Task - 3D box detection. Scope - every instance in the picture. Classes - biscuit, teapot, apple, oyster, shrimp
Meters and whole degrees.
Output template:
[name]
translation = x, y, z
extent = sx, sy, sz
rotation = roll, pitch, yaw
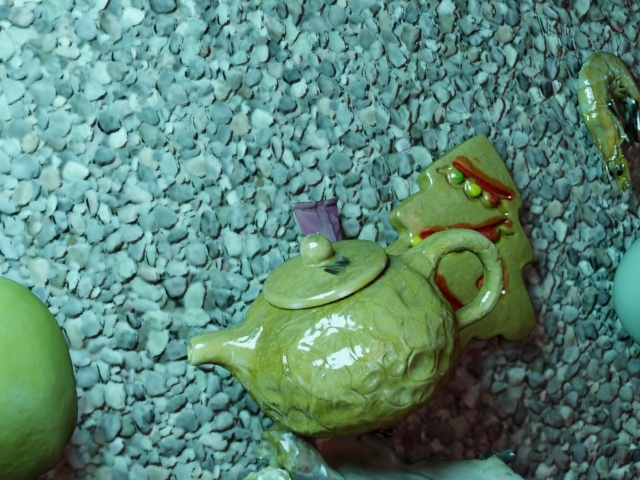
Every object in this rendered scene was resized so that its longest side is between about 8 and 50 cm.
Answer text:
[biscuit]
translation = 0.149, 0.002, 1.446
extent = 0.212, 0.041, 0.239
rotation = 16, 80, -24
[teapot]
translation = 0.028, 0.064, 1.274
extent = 0.311, 0.203, 0.167
rotation = -22, 112, -11
[apple]
translation = -0.290, 0.120, 1.136
extent = 0.200, 0.200, 0.200
rotation = 2, 85, -27
[oyster]
translation = 0.092, 0.265, 1.337
extent = 0.337, 0.133, 0.198
rotation = 33, 104, -1
[shrimp]
translation = 0.333, -0.133, 1.558
extent = 0.095, 0.045, 0.162
rotation = -9, 85, -48

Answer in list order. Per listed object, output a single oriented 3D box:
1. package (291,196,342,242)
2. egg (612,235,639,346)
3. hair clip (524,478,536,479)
[package]
translation = 0.000, 0.000, 1.376
extent = 0.059, 0.029, 0.083
rotation = -6, 88, -33
[egg]
translation = 0.423, 0.053, 1.510
extent = 0.231, 0.168, 0.168
rotation = -3, 87, -32
[hair clip]
translation = 0.243, 0.327, 1.459
extent = 0.218, 0.071, 0.159
rotation = -1, 89, -23
